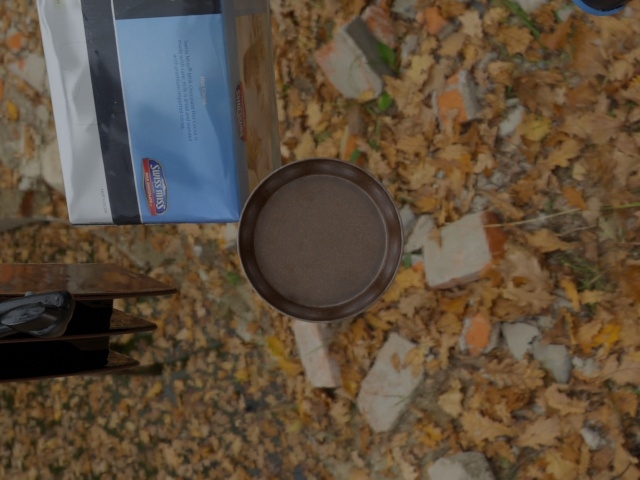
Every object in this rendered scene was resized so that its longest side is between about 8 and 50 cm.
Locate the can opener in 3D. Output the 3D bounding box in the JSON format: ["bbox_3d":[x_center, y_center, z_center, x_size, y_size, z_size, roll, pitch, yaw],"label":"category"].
[{"bbox_3d":[-0.377,0.092,0.994,0.186,0.073,0.059,-10,59,27],"label":"can opener"}]

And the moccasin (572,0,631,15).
[{"bbox_3d":[0.223,-0.374,0.788,0.117,0.342,0.137,-26,38,45],"label":"moccasin"}]

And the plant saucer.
[{"bbox_3d":[0.000,0.000,0.835,0.168,0.029,0.168,0,86,0],"label":"plant saucer"}]

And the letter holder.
[{"bbox_3d":[-0.382,0.123,1.182,0.214,0.302,0.152,11,97,43],"label":"letter holder"}]

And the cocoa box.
[{"bbox_3d":[-0.188,-0.212,1.031,0.228,0.231,0.347,0,107,11],"label":"cocoa box"}]
